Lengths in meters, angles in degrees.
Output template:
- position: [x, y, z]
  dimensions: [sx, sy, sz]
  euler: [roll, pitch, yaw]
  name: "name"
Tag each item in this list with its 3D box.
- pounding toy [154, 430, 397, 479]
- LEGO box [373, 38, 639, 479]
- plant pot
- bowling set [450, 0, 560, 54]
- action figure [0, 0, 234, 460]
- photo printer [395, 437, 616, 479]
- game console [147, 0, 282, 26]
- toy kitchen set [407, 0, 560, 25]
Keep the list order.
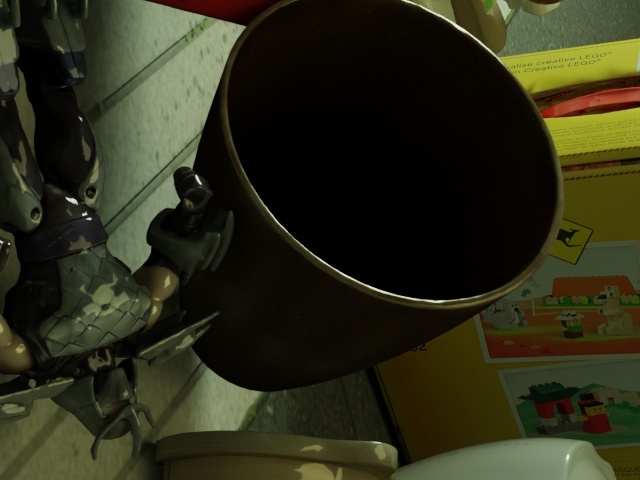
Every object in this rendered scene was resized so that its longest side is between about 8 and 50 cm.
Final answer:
- position: [-0.028, 0.208, 1.000]
  dimensions: [0.269, 0.154, 0.154]
  euler: [81, 10, -71]
  name: "pounding toy"
- position: [0.288, 0.029, 1.349]
  dimensions: [0.193, 0.500, 0.372]
  euler: [-67, 146, -50]
  name: "LEGO box"
- position: [0.000, 0.000, 0.978]
  dimensions: [0.230, 0.215, 0.215]
  euler: [128, -22, -50]
  name: "plant pot"
- position: [0.098, -0.244, 1.290]
  dimensions: [0.287, 0.200, 0.154]
  euler: [-104, 171, -49]
  name: "bowling set"
- position: [-0.139, -0.022, 0.802]
  dimensions: [0.185, 0.099, 0.285]
  euler: [-20, 95, -50]
  name: "action figure"
- position: [0.089, 0.280, 1.110]
  dimensions: [0.107, 0.256, 0.307]
  euler: [48, 38, -30]
  name: "photo printer"
- position: [-0.111, -0.289, 0.912]
  dimensions: [0.386, 0.060, 0.342]
  euler: [0, 65, -66]
  name: "game console"
- position: [0.137, -0.296, 1.659]
  dimensions: [0.207, 0.166, 0.122]
  euler: [-140, -146, -66]
  name: "toy kitchen set"
